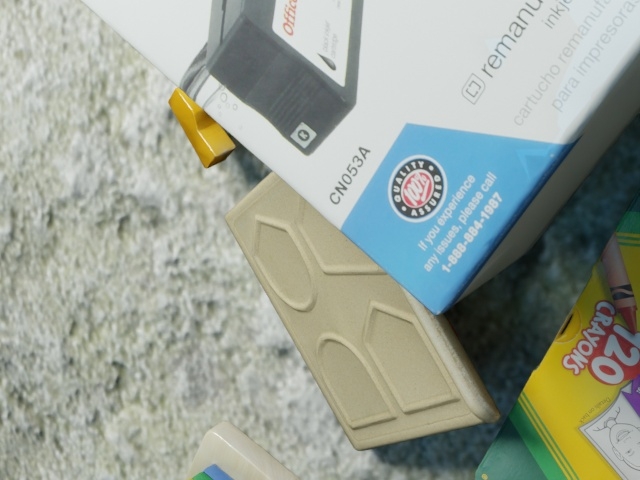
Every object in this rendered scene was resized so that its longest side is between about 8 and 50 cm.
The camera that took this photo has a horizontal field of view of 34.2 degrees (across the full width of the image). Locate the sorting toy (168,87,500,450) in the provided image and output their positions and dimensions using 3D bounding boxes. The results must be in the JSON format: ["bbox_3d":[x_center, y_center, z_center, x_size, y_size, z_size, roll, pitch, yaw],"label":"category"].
[{"bbox_3d":[0.000,0.000,0.732,0.307,0.041,0.229,60,155,3],"label":"sorting toy"}]

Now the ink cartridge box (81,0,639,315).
[{"bbox_3d":[0.029,-0.151,0.549,0.307,0.129,0.223,42,124,15],"label":"ink cartridge box"}]

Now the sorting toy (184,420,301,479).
[{"bbox_3d":[-0.056,0.336,0.892,0.255,0.089,0.257,36,121,19],"label":"sorting toy"}]

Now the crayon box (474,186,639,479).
[{"bbox_3d":[0.230,0.082,0.632,0.165,0.081,0.278,34,120,20],"label":"crayon box"}]
